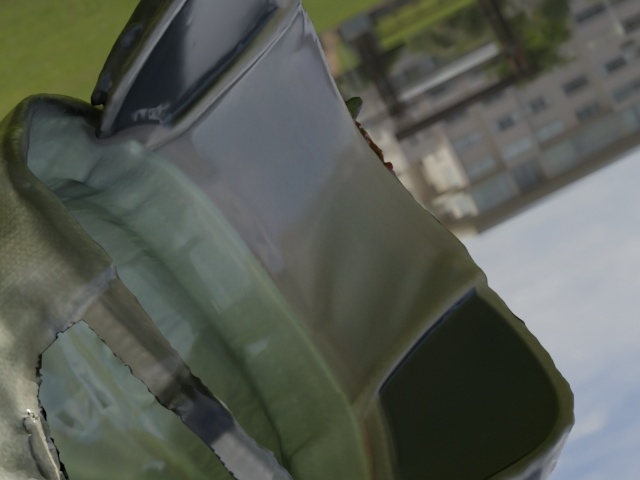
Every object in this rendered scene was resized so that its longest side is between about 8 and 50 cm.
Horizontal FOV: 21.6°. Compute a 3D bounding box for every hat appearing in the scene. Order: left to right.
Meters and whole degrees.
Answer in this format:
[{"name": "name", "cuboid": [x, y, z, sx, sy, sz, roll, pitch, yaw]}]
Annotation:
[{"name": "hat", "cuboid": [-0.036, 0.022, 0.605, 0.161, 0.232, 0.275, -19, -157, 38]}]

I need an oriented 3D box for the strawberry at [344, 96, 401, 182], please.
[{"name": "strawberry", "cuboid": [0.000, -0.003, 0.790, 0.085, 0.192, 0.140, -39, -172, -31]}]
